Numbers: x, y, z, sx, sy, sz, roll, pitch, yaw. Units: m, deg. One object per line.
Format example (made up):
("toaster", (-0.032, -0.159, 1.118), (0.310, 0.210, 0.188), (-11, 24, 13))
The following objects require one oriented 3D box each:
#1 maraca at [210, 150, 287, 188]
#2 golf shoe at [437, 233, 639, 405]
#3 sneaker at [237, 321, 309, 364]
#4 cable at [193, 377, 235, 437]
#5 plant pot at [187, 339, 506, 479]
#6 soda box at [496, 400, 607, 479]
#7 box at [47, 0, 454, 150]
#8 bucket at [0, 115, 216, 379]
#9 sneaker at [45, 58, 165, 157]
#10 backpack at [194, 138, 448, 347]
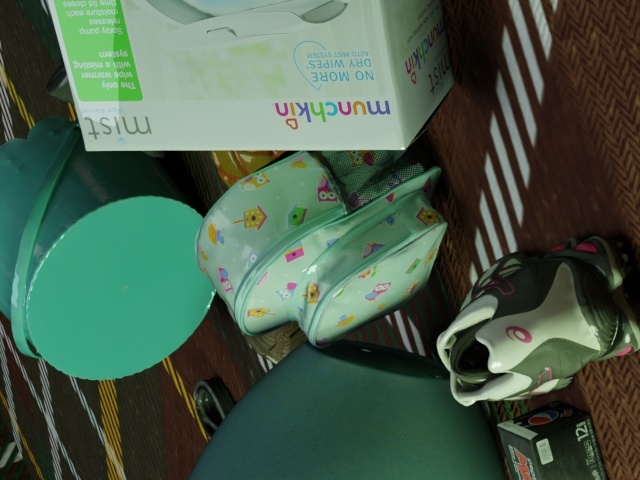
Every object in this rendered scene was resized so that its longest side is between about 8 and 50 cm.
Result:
("maraca", (-0.035, -0.106, 1.609), (0.127, 0.099, 0.186), (46, 131, 19))
("golf shoe", (0.126, 0.065, 1.298), (0.105, 0.120, 0.273), (65, 162, 8))
("sneaker", (-0.032, 0.085, 1.873), (0.071, 0.066, 0.188), (52, 166, 0))
("cable", (-0.099, 0.270, 2.213), (0.287, 0.072, 0.139), (59, 153, 30))
("plant pot", (0.031, 0.190, 1.513), (0.290, 0.290, 0.195), (-156, 76, -65))
("soda box", (0.186, 0.209, 1.378), (0.060, 0.053, 0.169), (14, 122, 68))
("box", (-0.056, -0.190, 1.325), (0.262, 0.127, 0.231), (2, 118, 23))
("bucket", (-0.262, 0.013, 2.119), (0.183, 0.281, 0.281), (43, 148, 47))
("sneaker", (-0.118, -0.159, 1.579), (0.130, 0.286, 0.109), (43, 131, -3))
("backpack", (0.000, 0.000, 1.469), (0.144, 0.188, 0.166), (62, 159, 22))
